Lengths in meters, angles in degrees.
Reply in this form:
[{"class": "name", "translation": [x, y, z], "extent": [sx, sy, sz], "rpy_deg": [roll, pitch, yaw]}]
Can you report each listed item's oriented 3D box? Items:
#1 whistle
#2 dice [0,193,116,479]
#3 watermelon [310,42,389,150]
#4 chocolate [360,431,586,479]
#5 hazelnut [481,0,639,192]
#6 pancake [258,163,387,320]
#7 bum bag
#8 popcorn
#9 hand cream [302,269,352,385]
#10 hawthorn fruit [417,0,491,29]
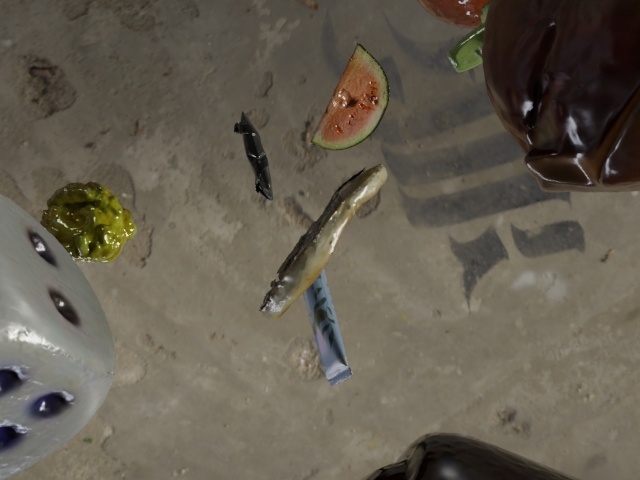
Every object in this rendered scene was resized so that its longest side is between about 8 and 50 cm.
[{"class": "whistle", "translation": [0.283, -0.314, 1.009], "extent": [0.227, 0.085, 0.105], "rpy_deg": [-34, 104, 3]}, {"class": "dice", "translation": [-0.304, 0.082, 0.593], "extent": [0.193, 0.192, 0.194], "rpy_deg": [-34, 141, -3]}, {"class": "watermelon", "translation": [0.050, -0.212, 1.072], "extent": [0.086, 0.069, 0.163], "rpy_deg": [21, 112, -20]}, {"class": "chocolate", "translation": [0.167, 0.367, 0.739], "extent": [0.331, 0.383, 0.384], "rpy_deg": [35, 117, 21]}, {"class": "hazelnut", "translation": [0.173, -0.113, 0.395], "extent": [0.160, 0.201, 0.170], "rpy_deg": [-3, 91, 5]}, {"class": "pancake", "translation": [-0.001, -0.001, 0.991], "extent": [0.049, 0.282, 0.282], "rpy_deg": [36, 113, -2]}, {"class": "bum bag", "translation": [-0.140, -0.176, 1.488], "extent": [0.049, 0.087, 0.198], "rpy_deg": [-18, 89, -8]}, {"class": "popcorn", "translation": [-0.511, -0.038, 1.553], "extent": [0.197, 0.155, 0.198], "rpy_deg": [0, 80, -1]}, {"class": "hand cream", "translation": [0.007, 0.141, 1.329], "extent": [0.055, 0.256, 0.088], "rpy_deg": [-5, 159, -34]}, {"class": "hawthorn fruit", "translation": [0.316, -0.635, 1.360], "extent": [0.402, 0.403, 0.403], "rpy_deg": [1, 117, 1]}]
